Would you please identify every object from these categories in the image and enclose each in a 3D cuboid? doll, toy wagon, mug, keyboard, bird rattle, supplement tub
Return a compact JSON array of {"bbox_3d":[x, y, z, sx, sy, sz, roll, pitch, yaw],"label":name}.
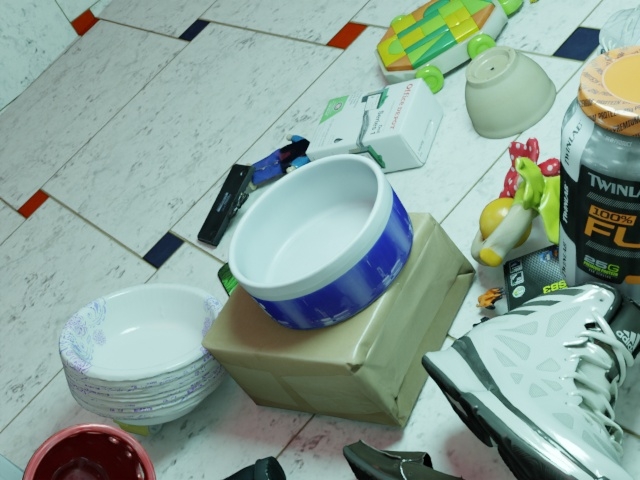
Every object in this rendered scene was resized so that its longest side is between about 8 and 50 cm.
[{"bbox_3d":[-0.067,-0.172,2.129,0.189,0.046,0.129,-22,39,23],"label":"doll"},{"bbox_3d":[0.275,-0.437,2.103,0.344,0.068,0.267,-31,36,11],"label":"toy wagon"},{"bbox_3d":[-0.310,0.313,1.783,0.064,0.062,0.078,15,39,39],"label":"mug"},{"bbox_3d":[-0.184,-0.072,2.105,0.108,0.023,0.180,14,76,56],"label":"keyboard"},{"bbox_3d":[0.292,-0.057,1.573,0.207,0.143,0.253,-53,13,9],"label":"bird rattle"},{"bbox_3d":[0.398,-0.072,1.300,0.194,0.316,0.193,-7,42,6],"label":"supplement tub"}]

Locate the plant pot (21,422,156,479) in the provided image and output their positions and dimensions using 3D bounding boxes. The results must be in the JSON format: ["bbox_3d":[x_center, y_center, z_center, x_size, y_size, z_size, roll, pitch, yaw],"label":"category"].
[{"bbox_3d":[-0.353,0.373,1.541,0.191,0.191,0.174,-56,9,-24],"label":"plant pot"}]

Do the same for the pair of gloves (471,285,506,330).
[{"bbox_3d":[0.247,0.108,1.525,0.074,0.010,0.083,-33,38,64],"label":"pair of gloves"}]

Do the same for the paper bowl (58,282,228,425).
[{"bbox_3d":[-0.290,0.202,1.762,0.284,0.148,0.284,-5,29,3],"label":"paper bowl"}]

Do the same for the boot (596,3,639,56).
[{"bbox_3d":[0.521,-0.312,1.734,0.123,0.095,0.258,-10,35,44],"label":"boot"}]

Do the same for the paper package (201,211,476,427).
[{"bbox_3d":[0.030,0.110,1.615,0.325,0.168,0.309,-1,48,43],"label":"paper package"}]

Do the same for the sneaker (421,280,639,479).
[{"bbox_3d":[0.299,0.160,1.205,0.257,0.169,0.447,-36,19,-3],"label":"sneaker"}]

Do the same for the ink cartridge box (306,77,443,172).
[{"bbox_3d":[0.104,-0.209,1.975,0.219,0.092,0.160,-9,44,36],"label":"ink cartridge box"}]

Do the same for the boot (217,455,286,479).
[{"bbox_3d":[-0.151,0.431,1.472,0.207,0.094,0.246,-24,30,14],"label":"boot"}]

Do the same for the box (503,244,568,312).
[{"bbox_3d":[0.358,0.075,1.465,0.191,0.045,0.184,-22,36,24],"label":"box"}]

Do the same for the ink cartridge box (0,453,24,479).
[{"bbox_3d":[-0.697,0.497,1.738,0.151,0.270,0.395,10,56,50],"label":"ink cartridge box"}]

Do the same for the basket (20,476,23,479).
[{"bbox_3d":[-0.410,0.425,1.708,0.167,0.103,0.113,6,54,47],"label":"basket"}]

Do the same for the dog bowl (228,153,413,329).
[{"bbox_3d":[0.000,0.000,1.531,0.265,0.104,0.265,-23,37,19],"label":"dog bowl"}]

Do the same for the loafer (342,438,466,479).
[{"bbox_3d":[0.119,0.319,1.386,0.078,0.080,0.220,-42,39,-23],"label":"loafer"}]

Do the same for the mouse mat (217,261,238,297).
[{"bbox_3d":[-0.105,0.039,1.959,0.190,0.007,0.152,-39,35,1],"label":"mouse mat"}]

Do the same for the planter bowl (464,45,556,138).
[{"bbox_3d":[0.322,-0.275,1.841,0.162,0.109,0.162,-24,37,20],"label":"planter bowl"}]
